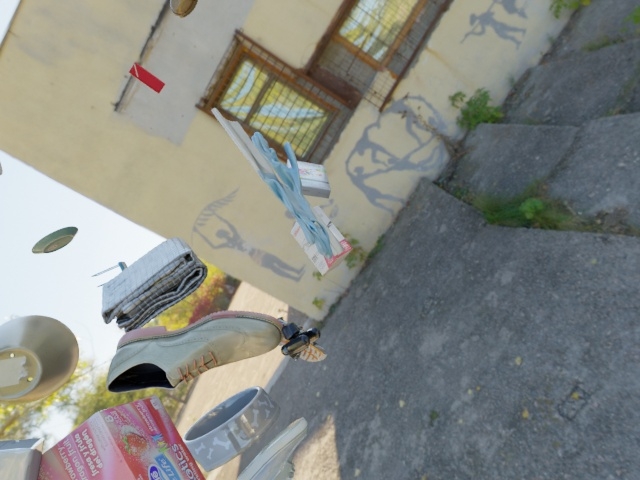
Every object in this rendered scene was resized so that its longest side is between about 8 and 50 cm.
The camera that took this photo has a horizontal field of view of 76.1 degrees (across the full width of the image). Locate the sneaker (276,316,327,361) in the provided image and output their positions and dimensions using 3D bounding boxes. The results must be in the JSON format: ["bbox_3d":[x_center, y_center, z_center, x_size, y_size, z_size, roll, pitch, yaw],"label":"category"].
[{"bbox_3d":[-0.071,0.317,1.331,0.083,0.215,0.084,-56,-8,-49],"label":"sneaker"}]

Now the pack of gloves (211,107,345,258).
[{"bbox_3d":[-0.033,-0.080,0.574,0.046,0.232,0.195,-37,-3,8],"label":"pack of gloves"}]

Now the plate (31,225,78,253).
[{"bbox_3d":[-1.084,0.007,1.684,0.188,0.024,0.188,-38,0,0],"label":"plate"}]

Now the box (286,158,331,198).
[{"bbox_3d":[-0.046,-0.221,1.454,0.186,0.145,0.038,-100,21,-53],"label":"box"}]

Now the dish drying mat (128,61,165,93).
[{"bbox_3d":[-0.441,-0.413,1.042,0.032,0.083,0.008,-59,31,-2],"label":"dish drying mat"}]

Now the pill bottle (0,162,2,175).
[{"bbox_3d":[-1.259,-0.226,1.263,0.408,0.229,0.229,-21,-3,-21],"label":"pill bottle"}]

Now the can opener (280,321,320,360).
[{"bbox_3d":[-0.046,0.200,0.807,0.059,0.073,0.186,-41,0,-22],"label":"can opener"}]

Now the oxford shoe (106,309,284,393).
[{"bbox_3d":[-0.274,0.265,0.919,0.146,0.397,0.140,-98,-6,-60],"label":"oxford shoe"}]

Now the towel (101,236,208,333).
[{"bbox_3d":[-0.470,0.125,1.164,0.284,0.121,0.235,-40,28,-14],"label":"towel"}]

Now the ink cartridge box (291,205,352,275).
[{"bbox_3d":[0.000,0.000,1.705,0.100,0.237,0.172,-30,-14,-32],"label":"ink cartridge box"}]

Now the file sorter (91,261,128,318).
[{"bbox_3d":[-0.686,0.169,1.395,0.104,0.170,0.118,-26,6,-20],"label":"file sorter"}]

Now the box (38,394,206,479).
[{"bbox_3d":[-0.242,0.387,0.554,0.142,0.300,0.154,-38,-14,-2],"label":"box"}]

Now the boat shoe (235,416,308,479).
[{"bbox_3d":[-0.095,0.474,0.856,0.227,0.081,0.079,-46,-8,-1],"label":"boat shoe"}]

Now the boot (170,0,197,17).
[{"bbox_3d":[-0.490,-0.933,1.387,0.236,0.089,0.269,-64,-3,3],"label":"boot"}]

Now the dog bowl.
[{"bbox_3d":[-0.310,0.629,1.398,0.349,0.102,0.349,-31,0,0],"label":"dog bowl"}]

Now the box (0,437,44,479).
[{"bbox_3d":[-0.413,0.294,0.439,0.091,0.170,0.130,148,126,-60],"label":"box"}]

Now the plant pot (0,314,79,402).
[{"bbox_3d":[-0.819,0.341,1.120,0.274,0.256,0.256,-14,46,63],"label":"plant pot"}]
